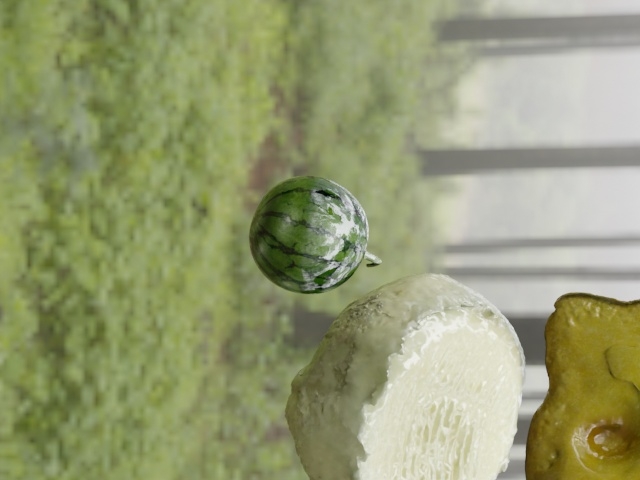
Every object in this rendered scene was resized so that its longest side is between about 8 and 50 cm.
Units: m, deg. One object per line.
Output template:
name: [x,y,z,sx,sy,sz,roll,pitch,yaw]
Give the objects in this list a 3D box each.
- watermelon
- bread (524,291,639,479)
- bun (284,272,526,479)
watermelon: [-0.005,-0.003,1.503,0.109,0.109,0.109,0,90,-77]
bread: [0.242,0.155,1.385,0.088,0.160,0.233,53,44,-53]
bun: [0.068,0.149,1.713,0.259,0.152,0.259,-16,114,-41]
